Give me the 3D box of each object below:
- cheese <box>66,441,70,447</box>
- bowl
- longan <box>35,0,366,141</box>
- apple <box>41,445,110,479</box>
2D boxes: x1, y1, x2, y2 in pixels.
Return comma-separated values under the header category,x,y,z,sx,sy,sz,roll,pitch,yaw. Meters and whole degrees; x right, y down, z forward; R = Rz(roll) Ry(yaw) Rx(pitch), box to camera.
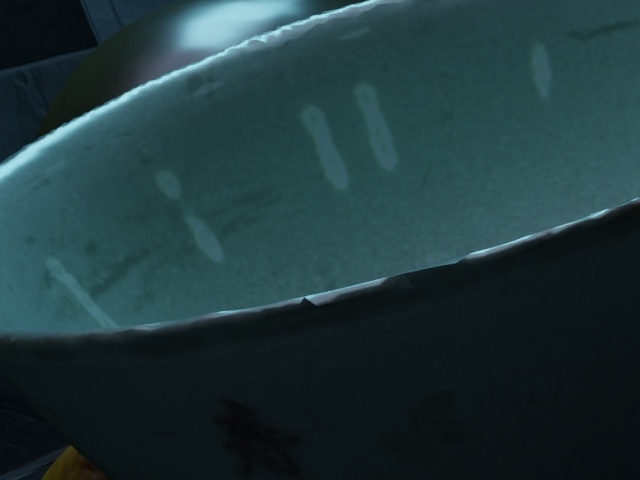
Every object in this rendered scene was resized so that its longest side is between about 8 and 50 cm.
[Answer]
category,x,y,z,sx,sy,sz,roll,pitch,yaw
cheese,-0.155,0.119,1.444,0.163,0.082,0.286,-15,-47,-32
bowl,0.077,0.019,0.606,0.435,0.196,0.435,-18,18,6
longan,0.000,0.000,0.946,0.361,0.361,0.361,-22,0,0
apple,-0.073,0.140,0.753,0.146,0.146,0.146,-22,0,0
